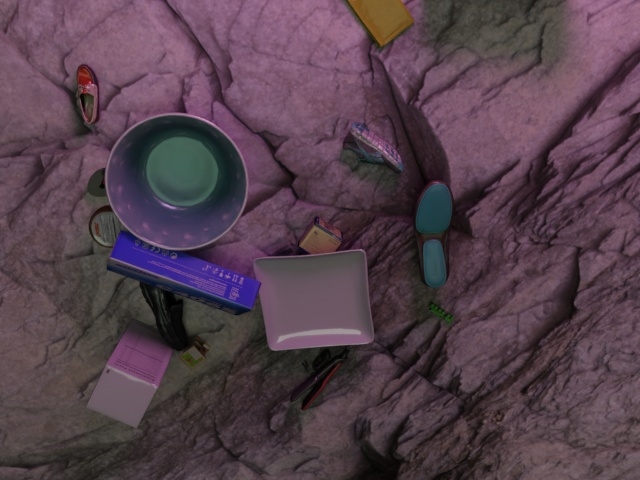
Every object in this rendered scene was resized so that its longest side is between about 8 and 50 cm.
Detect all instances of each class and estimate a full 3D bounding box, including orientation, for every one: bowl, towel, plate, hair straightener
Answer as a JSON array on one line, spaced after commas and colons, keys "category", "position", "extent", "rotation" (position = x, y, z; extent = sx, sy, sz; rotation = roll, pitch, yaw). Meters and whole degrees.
[{"category": "bowl", "position": [-0.324, -0.148, 1.486], "extent": [0.312, 0.163, 0.311], "rotation": [-3, 109, -8]}, {"category": "towel", "position": [0.105, -0.558, 1.438], "extent": [0.102, 0.021, 0.237], "rotation": [-35, 106, 11]}, {"category": "plate", "position": [-0.013, 0.146, 1.619], "extent": [0.277, 0.045, 0.278], "rotation": [-6, 116, 5]}, {"category": "hair straightener", "position": [-0.008, 0.353, 1.734], "extent": [0.089, 0.047, 0.230], "rotation": [38, 104, -13]}]

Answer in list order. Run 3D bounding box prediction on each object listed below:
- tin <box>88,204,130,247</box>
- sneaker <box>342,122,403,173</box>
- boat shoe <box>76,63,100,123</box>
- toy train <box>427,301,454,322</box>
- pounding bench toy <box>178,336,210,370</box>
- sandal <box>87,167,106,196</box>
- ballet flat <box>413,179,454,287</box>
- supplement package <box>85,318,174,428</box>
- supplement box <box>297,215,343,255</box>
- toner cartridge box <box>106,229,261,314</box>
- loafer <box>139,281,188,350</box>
[{"category": "tin", "position": [-0.479, -0.036, 1.600], "extent": [0.190, 0.040, 0.106], "rotation": [-3, 105, 0]}, {"category": "sneaker", "position": [0.124, -0.209, 1.547], "extent": [0.166, 0.065, 0.076], "rotation": [37, 121, -9]}, {"category": "boat shoe", "position": [-0.539, -0.338, 1.490], "extent": [0.049, 0.043, 0.137], "rotation": [-2, 108, 2]}, {"category": "toy train", "position": [0.318, 0.191, 1.702], "extent": [0.083, 0.017, 0.023], "rotation": [33, 116, -11]}, {"category": "pounding bench toy", "position": [-0.320, 0.287, 1.696], "extent": [0.083, 0.065, 0.052], "rotation": [-36, 105, 11]}, {"category": "sandal", "position": [-0.482, -0.149, 1.556], "extent": [0.179, 0.040, 0.067], "rotation": [-13, 110, 3]}, {"category": "ballet flat", "position": [0.273, -0.022, 1.585], "extent": [0.095, 0.096, 0.280], "rotation": [1, 110, 3]}, {"category": "supplement package", "position": [-0.467, 0.327, 1.613], "extent": [0.139, 0.244, 0.134], "rotation": [27, 106, -9]}, {"category": "supplement box", "position": [0.000, 0.000, 1.608], "extent": [0.083, 0.056, 0.083], "rotation": [32, 106, -12]}, {"category": "toner cartridge box", "position": [-0.331, 0.085, 1.552], "extent": [0.348, 0.165, 0.075], "rotation": [22, 71, -15]}, {"category": "loafer", "position": [-0.387, 0.180, 1.651], "extent": [0.078, 0.076, 0.223], "rotation": [-19, 103, 10]}]
